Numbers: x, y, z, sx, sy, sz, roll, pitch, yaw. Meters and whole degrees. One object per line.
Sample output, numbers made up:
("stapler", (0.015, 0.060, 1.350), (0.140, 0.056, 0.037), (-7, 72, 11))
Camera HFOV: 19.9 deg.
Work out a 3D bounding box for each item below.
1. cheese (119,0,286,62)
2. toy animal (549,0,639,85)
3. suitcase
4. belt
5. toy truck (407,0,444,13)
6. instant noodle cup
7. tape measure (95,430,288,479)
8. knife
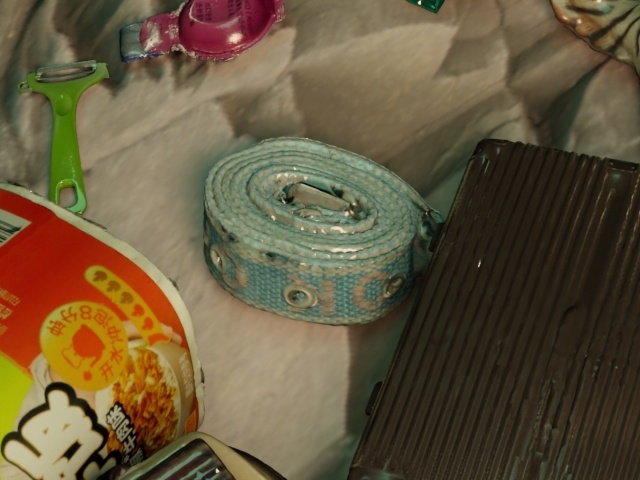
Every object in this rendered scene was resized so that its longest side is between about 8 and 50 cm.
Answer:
("cheese", (-0.100, -0.181, 1.535), (0.145, 0.038, 0.095), (-12, 50, 6))
("toy animal", (0.300, -0.148, 1.425), (0.170, 0.090, 0.255), (-24, 50, -3))
("suitcase", (0.163, 0.102, 1.201), (0.230, 0.152, 0.335), (12, 55, 16))
("belt", (-0.007, -0.003, 1.355), (0.148, 0.082, 0.163), (-26, 49, -25))
("toy truck", (0.168, -0.370, 1.553), (0.177, 0.178, 0.363), (26, 59, 14))
("instant noodle cup", (-0.244, 0.138, 1.180), (0.294, 0.294, 0.308), (27, 54, 26))
("tape measure", (-0.049, 0.205, 1.075), (0.133, 0.271, 0.231), (-34, 56, -18))
("knife", (-0.210, -0.085, 1.487), (0.078, 0.022, 0.166), (-11, 50, 6))
